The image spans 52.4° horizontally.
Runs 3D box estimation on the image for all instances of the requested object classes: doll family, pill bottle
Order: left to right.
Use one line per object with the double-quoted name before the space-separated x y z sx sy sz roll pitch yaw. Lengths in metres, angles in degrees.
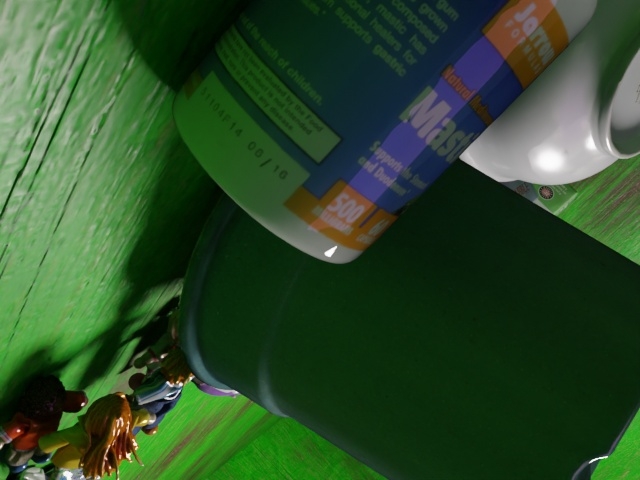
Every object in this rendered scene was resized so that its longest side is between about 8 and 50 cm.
"doll family" -0.188 0.166 0.661 0.263 0.118 0.163 -28 160 -48
"pill bottle" 0.054 -0.129 0.373 0.272 0.152 0.152 -46 167 15

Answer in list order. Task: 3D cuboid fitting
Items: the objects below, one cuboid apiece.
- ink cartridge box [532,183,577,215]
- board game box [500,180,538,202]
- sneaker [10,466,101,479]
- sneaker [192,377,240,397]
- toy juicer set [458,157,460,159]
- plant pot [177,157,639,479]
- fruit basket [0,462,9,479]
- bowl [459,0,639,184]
"ink cartridge box" 0.356 -0.064 1.361 0.278 0.201 0.117 -45 166 9
"board game box" 0.133 0.004 0.992 0.318 0.065 0.319 -27 179 37
"sneaker" -0.368 0.370 0.832 0.153 0.094 0.235 -40 167 -7
"sneaker" -0.137 0.203 1.006 0.105 0.095 0.236 -39 170 15
"toy juicer set" 0.200 -0.111 0.973 0.209 0.089 0.329 -32 161 -39
"plant pot" 0.112 0.079 0.594 0.341 0.334 0.341 -40 147 -33
"fruit basket" -0.332 0.329 0.554 0.392 0.391 0.283 -33 -162 -37
"bowl" 0.279 -0.172 0.663 0.298 0.134 0.297 -22 130 -28
